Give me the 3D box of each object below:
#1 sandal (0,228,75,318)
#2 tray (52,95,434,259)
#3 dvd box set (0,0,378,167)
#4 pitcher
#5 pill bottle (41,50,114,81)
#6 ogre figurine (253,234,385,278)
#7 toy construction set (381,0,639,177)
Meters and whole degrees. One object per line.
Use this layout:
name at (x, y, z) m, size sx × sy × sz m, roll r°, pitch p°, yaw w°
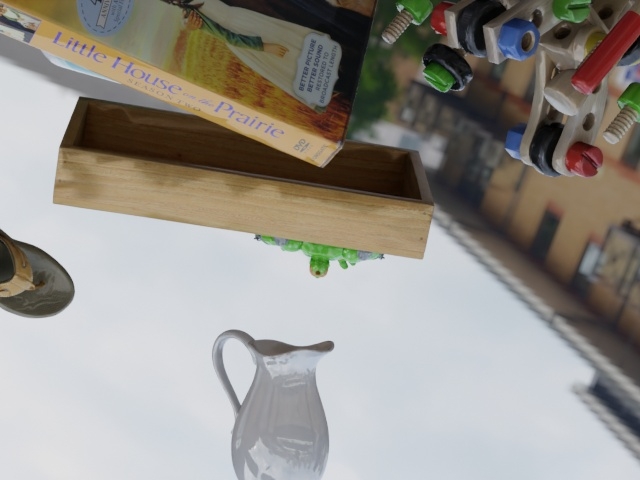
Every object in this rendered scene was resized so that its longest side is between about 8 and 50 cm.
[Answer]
sandal at (-0.316, 0.020, 1.597) m, size 0.180 × 0.072 × 0.049 m, roll 43°, pitch 179°, yaw -27°
tray at (-0.086, -0.072, 1.873) m, size 0.411 × 0.076 × 0.203 m, roll 10°, pitch -160°, yaw -6°
dvd box set at (-0.142, -0.289, 1.723) m, size 0.420 × 0.307 × 0.062 m, roll 23°, pitch 150°, yaw -15°
pitcher at (-0.070, 0.222, 2.107) m, size 0.178 × 0.207 × 0.125 m, roll 10°, pitch -169°, yaw 36°
pill bottle at (-0.203, -0.253, 1.977) m, size 0.264 × 0.146 × 0.146 m, roll 18°, pitch -169°, yaw 26°
ogre figurine at (0.000, 0.000, 2.364) m, size 0.197 × 0.096 × 0.118 m, roll 29°, pitch -176°, yaw -3°
toy construction set at (0.272, -0.221, 1.674) m, size 0.257 × 0.237 × 0.309 m, roll 45°, pitch 167°, yaw -18°
